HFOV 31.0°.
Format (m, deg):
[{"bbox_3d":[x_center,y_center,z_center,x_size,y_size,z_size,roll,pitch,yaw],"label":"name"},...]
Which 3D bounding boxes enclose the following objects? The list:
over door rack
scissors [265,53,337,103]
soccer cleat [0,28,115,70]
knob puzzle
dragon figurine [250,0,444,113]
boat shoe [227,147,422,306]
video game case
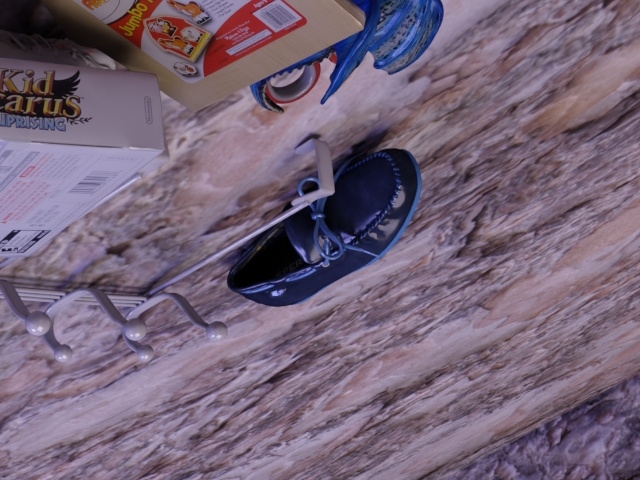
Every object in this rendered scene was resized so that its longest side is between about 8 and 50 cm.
[{"bbox_3d":[-0.160,0.022,1.073,0.324,0.108,0.239,-41,151,29],"label":"over door rack"},{"bbox_3d":[-0.062,-0.187,0.870,0.109,0.021,0.297,-39,146,14],"label":"scissors"},{"bbox_3d":[-0.192,-0.121,0.826,0.076,0.068,0.196,-37,160,10],"label":"soccer cleat"},{"bbox_3d":[-0.096,-0.164,0.698,0.213,0.030,0.213,11,152,6],"label":"knob puzzle"},{"bbox_3d":[0.019,-0.147,0.753,0.085,0.144,0.289,-28,154,-40],"label":"dragon figurine"},{"bbox_3d":[0.000,0.000,1.179,0.089,0.109,0.258,5,139,-42],"label":"boat shoe"},{"bbox_3d":[-0.271,-0.050,0.769,0.244,0.061,0.269,0,165,-33],"label":"video game case"}]
